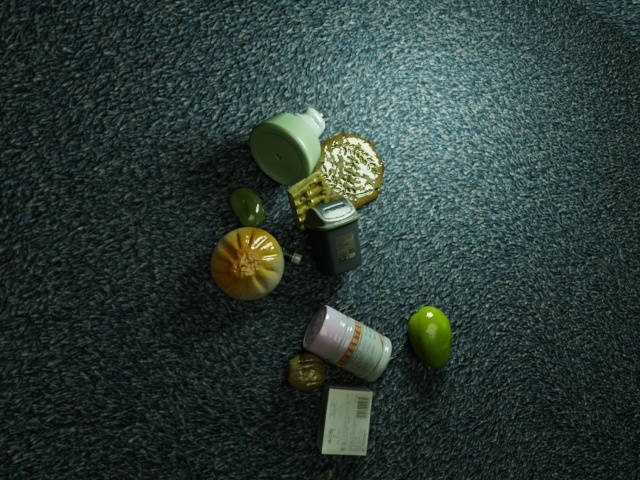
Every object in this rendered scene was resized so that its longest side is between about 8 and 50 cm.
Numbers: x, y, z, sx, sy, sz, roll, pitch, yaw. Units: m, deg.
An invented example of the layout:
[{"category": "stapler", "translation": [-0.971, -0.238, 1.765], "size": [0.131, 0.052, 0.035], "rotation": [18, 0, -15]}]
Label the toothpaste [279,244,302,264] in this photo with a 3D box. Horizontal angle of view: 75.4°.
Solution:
[{"category": "toothpaste", "translation": [-0.175, 0.050, 1.746], "size": [0.193, 0.045, 0.071], "rotation": [23, 81, -5]}]

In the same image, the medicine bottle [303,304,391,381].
[{"category": "medicine bottle", "translation": [0.110, 0.423, 1.697], "size": [0.315, 0.202, 0.202], "rotation": [29, 79, -10]}]

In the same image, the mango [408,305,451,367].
[{"category": "mango", "translation": [0.481, 0.427, 1.819], "size": [0.185, 0.149, 0.273], "rotation": [-2, 90, -16]}]

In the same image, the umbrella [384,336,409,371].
[{"category": "umbrella", "translation": [0.305, 0.521, 1.821], "size": [0.269, 0.044, 0.044], "rotation": [-46, 124, -15]}]

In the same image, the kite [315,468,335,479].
[{"category": "kite", "translation": [0.021, 1.000, 1.721], "size": [0.090, 0.004, 0.122], "rotation": [34, 78, -8]}]

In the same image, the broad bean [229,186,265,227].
[{"category": "broad bean", "translation": [-0.299, -0.135, 1.710], "size": [0.124, 0.082, 0.175], "rotation": [-19, 91, -13]}]

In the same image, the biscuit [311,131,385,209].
[{"category": "biscuit", "translation": [0.124, -0.311, 1.853], "size": [0.358, 0.046, 0.359], "rotation": [1, 85, -15]}]

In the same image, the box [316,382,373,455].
[{"category": "box", "translation": [0.099, 0.735, 1.712], "size": [0.194, 0.111, 0.261], "rotation": [10, 85, -12]}]

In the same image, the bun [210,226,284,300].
[{"category": "bun", "translation": [-0.292, 0.093, 1.633], "size": [0.298, 0.165, 0.299], "rotation": [0, 86, -5]}]

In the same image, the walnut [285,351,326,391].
[{"category": "walnut", "translation": [-0.059, 0.534, 1.680], "size": [0.166, 0.149, 0.167], "rotation": [3, 51, -3]}]

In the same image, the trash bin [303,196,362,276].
[{"category": "trash bin", "translation": [0.057, -0.017, 1.706], "size": [0.209, 0.182, 0.291], "rotation": [-21, 110, -32]}]

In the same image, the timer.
[{"category": "timer", "translation": [-0.095, -0.434, 1.720], "size": [0.290, 0.291, 0.315], "rotation": [39, 56, -7]}]

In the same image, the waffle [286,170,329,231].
[{"category": "waffle", "translation": [-0.044, -0.158, 1.696], "size": [0.168, 0.274, 0.057], "rotation": [-37, 61, -14]}]
